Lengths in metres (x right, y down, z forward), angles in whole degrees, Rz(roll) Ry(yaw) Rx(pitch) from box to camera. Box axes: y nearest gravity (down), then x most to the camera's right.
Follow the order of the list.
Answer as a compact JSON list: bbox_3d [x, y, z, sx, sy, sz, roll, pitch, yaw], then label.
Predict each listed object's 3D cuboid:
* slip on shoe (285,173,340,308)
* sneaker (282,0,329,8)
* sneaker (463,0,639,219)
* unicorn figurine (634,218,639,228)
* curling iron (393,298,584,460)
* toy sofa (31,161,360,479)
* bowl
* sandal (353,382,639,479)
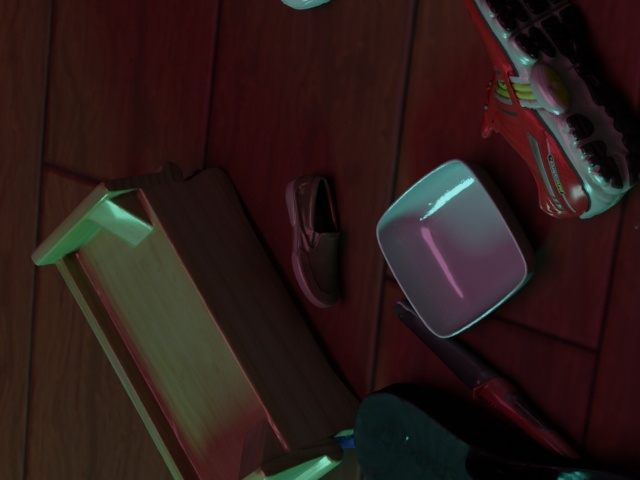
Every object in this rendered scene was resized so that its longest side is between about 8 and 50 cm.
[{"bbox_3d":[0.000,0.000,1.721,0.041,0.051,0.135,-14,82,43],"label":"slip on shoe"},{"bbox_3d":[-0.011,-0.315,1.597,0.094,0.153,0.235,54,127,20],"label":"sneaker"},{"bbox_3d":[0.175,-0.142,1.517,0.118,0.107,0.279,-38,72,47],"label":"sneaker"},{"bbox_3d":[0.317,-0.097,1.441,0.111,0.060,0.162,-17,72,41],"label":"unicorn figurine"},{"bbox_3d":[0.160,0.153,1.627,0.274,0.035,0.068,46,125,23],"label":"curling iron"},{"bbox_3d":[-0.122,0.107,1.758,0.150,0.177,0.362,-41,73,37],"label":"toy sofa"},{"bbox_3d":[0.133,0.004,1.608,0.142,0.053,0.142,-40,74,37],"label":"bowl"},{"bbox_3d":[0.176,0.264,1.546,0.446,0.107,0.167,19,121,44],"label":"sandal"}]
